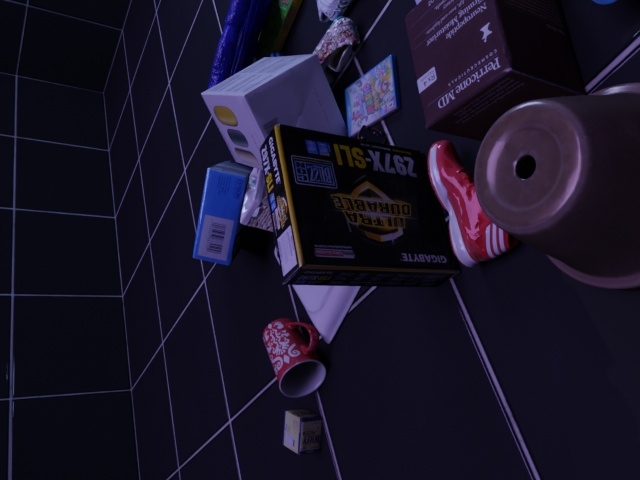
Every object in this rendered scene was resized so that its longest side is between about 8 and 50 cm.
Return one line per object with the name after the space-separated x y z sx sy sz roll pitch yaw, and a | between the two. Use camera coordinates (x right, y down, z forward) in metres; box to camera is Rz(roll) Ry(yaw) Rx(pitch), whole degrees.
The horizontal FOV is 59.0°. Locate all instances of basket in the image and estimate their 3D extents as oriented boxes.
-0.131 -0.119 1.443 0.113 0.103 0.167 128 154 -48 | basket

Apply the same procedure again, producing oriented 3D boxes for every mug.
-0.056 0.260 1.342 0.150 0.113 0.169 -41 38 3 | mug

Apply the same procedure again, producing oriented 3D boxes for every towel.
-0.209 -0.549 1.563 0.228 0.076 0.308 -58 -8 -65 | towel

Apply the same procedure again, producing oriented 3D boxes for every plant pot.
0.316 -0.076 0.675 0.263 0.229 0.263 -14 74 55 | plant pot

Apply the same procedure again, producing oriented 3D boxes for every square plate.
0.000 0.000 1.319 0.344 0.049 0.347 57 132 44 | square plate

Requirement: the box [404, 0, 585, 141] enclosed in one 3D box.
0.255 -0.280 0.849 0.168 0.166 0.203 -30 61 52 | box

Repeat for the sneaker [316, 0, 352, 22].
0.048 -0.554 1.307 0.190 0.071 0.083 -170 79 -65 | sneaker

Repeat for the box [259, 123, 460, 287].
0.068 -0.052 0.969 0.079 0.321 0.257 -44 51 48 | box

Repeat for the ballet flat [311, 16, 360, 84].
0.013 -0.414 1.327 0.077 0.091 0.241 56 141 10 | ballet flat

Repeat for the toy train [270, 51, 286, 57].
-0.157 -0.407 1.482 0.143 0.105 0.248 -47 10 29 | toy train

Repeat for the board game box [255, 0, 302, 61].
-0.121 -0.616 1.596 0.259 0.039 0.124 -61 39 37 | board game box

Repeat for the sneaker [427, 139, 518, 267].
0.261 -0.078 0.913 0.128 0.087 0.221 -26 77 44 | sneaker

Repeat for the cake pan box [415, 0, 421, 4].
0.238 -0.581 1.007 0.267 0.070 0.246 -43 49 46 | cake pan box

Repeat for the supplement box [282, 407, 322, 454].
-0.044 0.445 1.322 0.083 0.056 0.083 0 86 57 | supplement box

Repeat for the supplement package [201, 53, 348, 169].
-0.111 -0.298 1.322 0.262 0.198 0.199 25 145 56 | supplement package

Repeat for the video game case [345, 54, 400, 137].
0.109 -0.307 1.219 0.166 0.015 0.119 -22 68 54 | video game case

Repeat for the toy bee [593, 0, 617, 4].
0.385 -0.381 0.675 0.298 0.195 0.162 19 147 35 | toy bee

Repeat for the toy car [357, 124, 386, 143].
0.104 -0.176 1.177 0.040 0.060 0.122 97 178 -78 | toy car

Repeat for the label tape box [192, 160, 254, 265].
-0.266 -0.094 1.651 0.348 0.115 0.249 -79 1 -79 | label tape box
